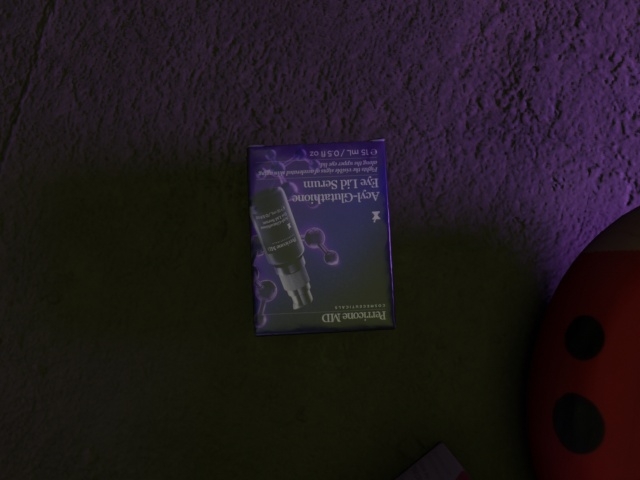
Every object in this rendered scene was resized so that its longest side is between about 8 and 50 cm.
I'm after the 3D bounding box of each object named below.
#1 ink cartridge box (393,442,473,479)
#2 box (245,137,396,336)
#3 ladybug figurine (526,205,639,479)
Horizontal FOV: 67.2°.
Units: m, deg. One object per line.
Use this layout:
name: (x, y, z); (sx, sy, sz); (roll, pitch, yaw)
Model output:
ink cartridge box: (0.069, 0.362, 0.474); (0.283, 0.207, 0.117); (-37, 85, -3)
box: (0.000, 0.000, 0.552); (0.153, 0.108, 0.207); (-4, 85, -1)
ladybug figurine: (0.350, 0.157, 0.458); (0.305, 0.162, 0.450); (9, 85, 39)
